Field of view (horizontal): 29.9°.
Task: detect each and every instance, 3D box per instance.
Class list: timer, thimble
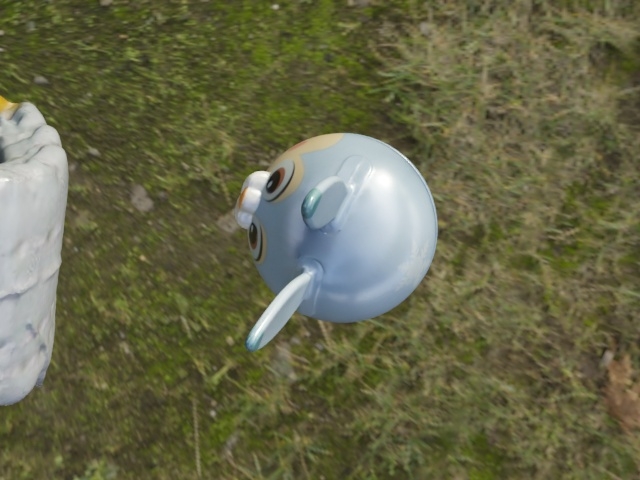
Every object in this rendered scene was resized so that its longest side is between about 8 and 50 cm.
[{"bbox_3d":[-0.011,-0.009,0.961,0.255,0.175,0.175,-3,102,-54],"label":"timer"},{"bbox_3d":[-0.174,0.002,0.509,0.127,0.151,0.118,5,110,-13],"label":"thimble"}]
